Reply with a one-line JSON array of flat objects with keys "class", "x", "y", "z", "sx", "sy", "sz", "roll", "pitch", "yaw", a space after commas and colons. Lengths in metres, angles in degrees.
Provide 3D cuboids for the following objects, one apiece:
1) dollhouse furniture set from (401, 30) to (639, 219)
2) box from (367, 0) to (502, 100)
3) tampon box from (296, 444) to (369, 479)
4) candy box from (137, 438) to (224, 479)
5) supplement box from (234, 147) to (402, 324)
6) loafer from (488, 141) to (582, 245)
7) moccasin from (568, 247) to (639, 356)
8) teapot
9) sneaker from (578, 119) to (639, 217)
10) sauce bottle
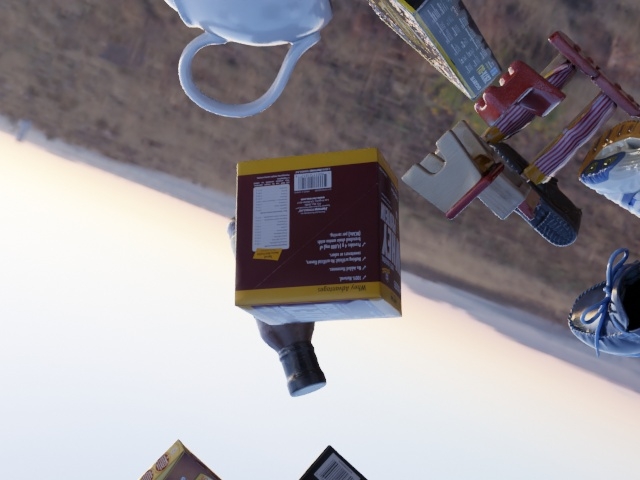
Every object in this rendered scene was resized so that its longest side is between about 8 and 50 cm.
[{"class": "dollhouse furniture set", "x": 0.260, "y": -0.125, "z": 1.138, "sx": 0.152, "sy": 0.201, "sz": 0.374, "roll": 45, "pitch": -157, "yaw": 4}, {"class": "box", "x": 0.139, "y": -0.377, "z": 1.468, "sx": 0.257, "sy": 0.079, "sz": 0.322, "roll": 50, "pitch": -171, "yaw": 26}, {"class": "tampon box", "x": 0.009, "y": 0.311, "z": 1.014, "sx": 0.120, "sy": 0.101, "sz": 0.161, "roll": 42, "pitch": 158, "yaw": 9}, {"class": "candy box", "x": -0.246, "y": 0.414, "z": 1.455, "sx": 0.109, "sy": 0.187, "sz": 0.053, "roll": 47, "pitch": 172, "yaw": -22}, {"class": "supplement box", "x": 0.000, "y": 0.000, "z": 1.221, "sx": 0.191, "sy": 0.194, "sz": 0.129, "roll": -5, "pitch": 164, "yaw": 15}, {"class": "loafer", "x": 0.358, "y": -0.086, "z": 1.597, "sx": 0.220, "sy": 0.078, "sz": 0.080, "roll": 48, "pitch": 141, "yaw": 1}, {"class": "moccasin", "x": 0.422, "y": 0.065, "z": 1.190, "sx": 0.116, "sy": 0.138, "sz": 0.342, "roll": 24, "pitch": 158, "yaw": -18}, {"class": "teapot", "x": -0.100, "y": -0.296, "z": 0.936, "sx": 0.187, "sy": 0.256, "sz": 0.252, "roll": -16, "pitch": 150, "yaw": 5}, {"class": "sneaker", "x": 0.426, "y": -0.085, "z": 1.076, "sx": 0.131, "sy": 0.112, "sz": 0.296, "roll": 36, "pitch": 173, "yaw": -10}, {"class": "sauce bottle", "x": -0.073, "y": 0.110, "z": 1.700, "sx": 0.111, "sy": 0.345, "sz": 0.111, "roll": -19, "pitch": 162, "yaw": -6}]
